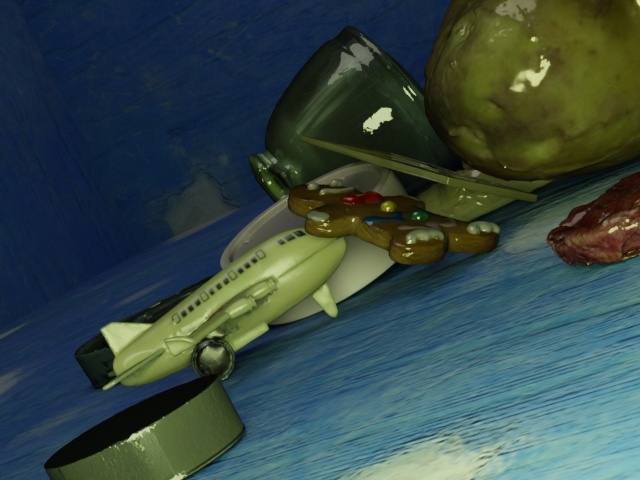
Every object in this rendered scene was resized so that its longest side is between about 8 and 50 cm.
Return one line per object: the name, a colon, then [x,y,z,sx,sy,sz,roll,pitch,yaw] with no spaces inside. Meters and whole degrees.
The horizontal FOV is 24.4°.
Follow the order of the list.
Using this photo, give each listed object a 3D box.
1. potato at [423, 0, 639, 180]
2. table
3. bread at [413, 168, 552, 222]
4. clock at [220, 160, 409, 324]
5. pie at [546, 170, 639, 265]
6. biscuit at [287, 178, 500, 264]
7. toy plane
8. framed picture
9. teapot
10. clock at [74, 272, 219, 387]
potato: [0.207,-0.164,1.399,0.237,0.301,0.289,-38,-22,-2]
table: [-0.120,0.140,1.007,0.133,0.043,0.133,-26,5,3]
bread: [0.149,-0.047,1.526,0.214,0.053,0.073,-26,2,21]
clock: [0.000,0.000,1.468,0.197,0.068,0.197,-28,17,10]
pie: [0.228,-0.024,1.022,0.154,0.038,0.153,-29,5,3]
biscuit: [0.048,-0.023,1.302,0.138,0.031,0.205,-10,21,-40]
toy plane: [-0.081,0.066,1.303,0.244,0.092,0.229,-25,3,-4]
framed picture: [0.094,-0.071,1.447,0.136,0.010,0.201,7,9,-45]
teapot: [0.024,-0.122,1.926,0.239,0.239,0.321,-39,11,-1]
clock: [-0.166,0.095,1.657,0.226,0.049,0.226,-25,6,3]
